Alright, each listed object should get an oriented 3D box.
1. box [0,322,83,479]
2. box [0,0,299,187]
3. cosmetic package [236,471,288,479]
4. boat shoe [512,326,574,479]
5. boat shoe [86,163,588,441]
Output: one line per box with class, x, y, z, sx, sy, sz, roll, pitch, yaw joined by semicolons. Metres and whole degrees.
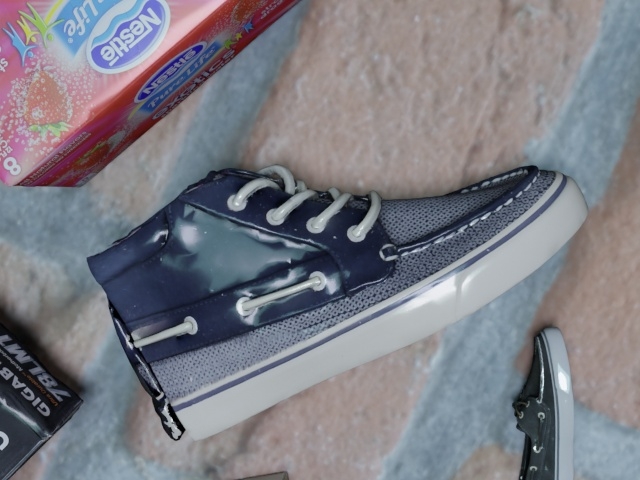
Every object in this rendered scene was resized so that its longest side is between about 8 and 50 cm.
box;-0.384;0.124;0.615;0.295;0.073;0.293;-43;93;15
box;-0.135;-0.159;0.568;0.257;0.128;0.122;-39;90;6
cosmetic package;-0.045;0.245;0.634;0.060;0.041;0.115;-12;93;6
boat shoe;0.164;0.135;0.605;0.040;0.049;0.142;-3;96;6
boat shoe;0.000;0.000;0.566;0.341;0.127;0.158;-29;99;7
